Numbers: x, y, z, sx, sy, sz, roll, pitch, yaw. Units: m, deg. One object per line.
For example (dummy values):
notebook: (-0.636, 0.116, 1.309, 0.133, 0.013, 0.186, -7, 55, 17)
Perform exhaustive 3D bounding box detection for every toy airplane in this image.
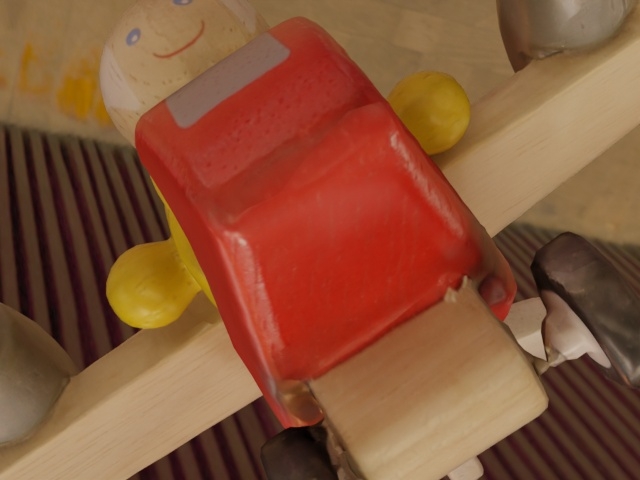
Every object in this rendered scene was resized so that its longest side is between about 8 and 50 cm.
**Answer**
toy airplane: (0.000, 0.000, 0.619, 0.386, 0.272, 0.384, -24, 164, -45)
